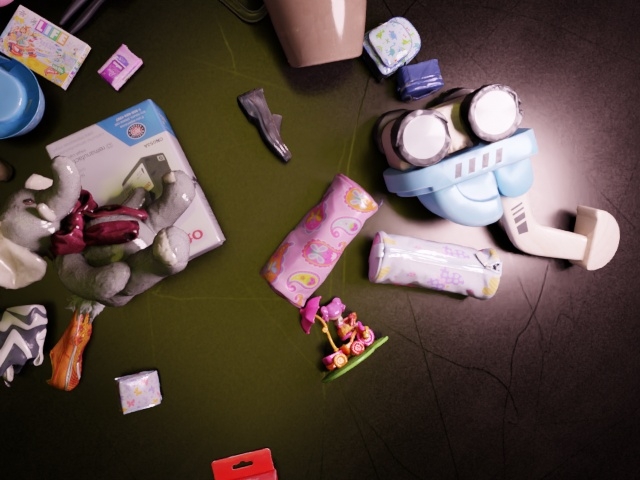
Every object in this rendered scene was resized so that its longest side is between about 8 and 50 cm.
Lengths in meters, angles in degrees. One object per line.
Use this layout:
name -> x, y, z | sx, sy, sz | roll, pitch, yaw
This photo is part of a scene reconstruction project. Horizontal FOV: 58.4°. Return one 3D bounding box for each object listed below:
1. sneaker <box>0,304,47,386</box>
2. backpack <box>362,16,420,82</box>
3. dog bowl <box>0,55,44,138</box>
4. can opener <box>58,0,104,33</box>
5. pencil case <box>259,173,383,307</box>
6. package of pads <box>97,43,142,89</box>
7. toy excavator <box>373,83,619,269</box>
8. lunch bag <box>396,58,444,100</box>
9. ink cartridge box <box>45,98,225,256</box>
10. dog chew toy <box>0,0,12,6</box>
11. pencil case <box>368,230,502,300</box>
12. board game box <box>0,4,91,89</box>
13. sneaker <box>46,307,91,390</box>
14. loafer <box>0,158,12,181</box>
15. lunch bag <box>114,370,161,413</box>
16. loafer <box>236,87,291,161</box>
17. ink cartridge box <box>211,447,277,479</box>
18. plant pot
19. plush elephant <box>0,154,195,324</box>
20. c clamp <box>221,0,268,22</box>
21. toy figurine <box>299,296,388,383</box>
sneaker -> -0.660, 0.218, 1.128 | 0.235, 0.094, 0.153 | -8, 82, -15
backpack -> 0.152, -0.413, 1.213 | 0.114, 0.084, 0.105 | -36, 95, -7
dog bowl -> -0.690, -0.313, 1.139 | 0.297, 0.074, 0.166 | 30, 87, -4
can opener -> -0.463, -0.501, 1.170 | 0.186, 0.073, 0.059 | -39, 101, 5
pencil case -> 0.000, 0.000, 1.183 | 0.124, 0.124, 0.284 | 38, 86, -4
package of pads -> -0.415, -0.358, 1.185 | 0.050, 0.032, 0.083 | 42, 86, -1
toy excavator -> 0.366, -0.103, 1.191 | 0.433, 0.222, 0.445 | -19, 105, -3
lunch bag -> 0.210, -0.337, 1.224 | 0.098, 0.067, 0.065 | -16, 85, -4
ink cartridge box -> -0.358, -0.086, 1.141 | 0.223, 0.129, 0.307 | -26, 93, -5
dog chew toy -> -0.639, -0.545, 1.090 | 0.332, 0.206, 0.206 | -31, 93, 4
pencil case -> 0.236, 0.053, 1.200 | 0.273, 0.124, 0.113 | 9, 89, -4
board game box -> -0.568, -0.394, 1.174 | 0.154, 0.026, 0.103 | 30, 87, -4
sneaker -> -0.513, 0.216, 1.160 | 0.067, 0.064, 0.175 | 15, 86, 5
loafer -> -0.695, -0.167, 1.149 | 0.148, 0.050, 0.056 | 24, 88, -5
lunch bag -> -0.373, 0.310, 1.176 | 0.083, 0.053, 0.071 | -9, 90, -31
loafer -> -0.105, -0.244, 1.201 | 0.061, 0.062, 0.170 | -34, 94, -9
ink cartridge box -> -0.143, 0.567, 1.184 | 0.134, 0.078, 0.231 | -12, 90, -5
plant pot -> -0.006, -0.470, 1.133 | 0.263, 0.263, 0.229 | -12, 108, -5
plush elephant -> -0.395, -0.022, 0.940 | 0.330, 0.272, 0.255 | -39, 121, 21
c clamp -> -0.158, -0.550, 1.215 | 0.137, 0.022, 0.160 | -44, 93, -4
toy figurine -> 0.034, 0.183, 1.197 | 0.173, 0.130, 0.159 | -30, 83, -26
